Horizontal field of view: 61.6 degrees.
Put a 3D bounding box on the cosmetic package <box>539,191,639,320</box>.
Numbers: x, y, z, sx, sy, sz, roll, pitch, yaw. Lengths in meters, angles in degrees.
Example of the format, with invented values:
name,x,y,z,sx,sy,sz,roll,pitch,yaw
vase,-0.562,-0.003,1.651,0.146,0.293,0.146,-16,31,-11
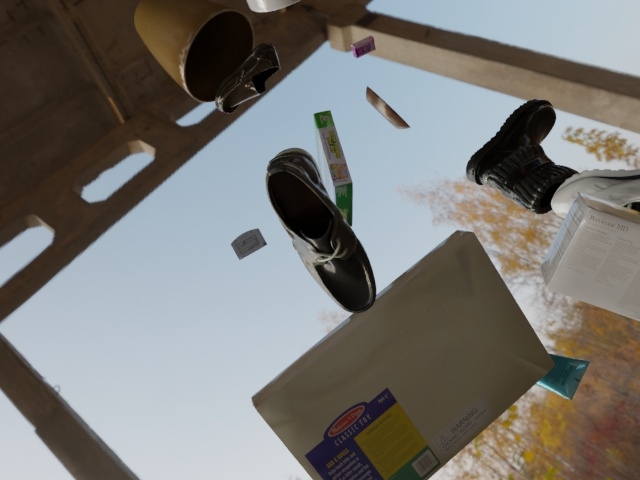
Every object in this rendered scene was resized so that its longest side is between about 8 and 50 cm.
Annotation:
name,x,y,z,sx,sy,sz,roll,pitch,yaw
cosmetic package,0.365,0.037,0.552,0.060,0.239,0.099,-59,-13,-62

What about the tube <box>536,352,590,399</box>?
name,x,y,z,sx,sy,sz,roll,pitch,yaw
tube,0.370,0.224,0.978,0.052,0.207,0.080,49,-115,-33

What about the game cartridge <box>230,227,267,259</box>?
name,x,y,z,sx,sy,sz,roll,pitch,yaw
game cartridge,-0.181,0.006,1.348,0.083,0.056,0.017,-29,2,9

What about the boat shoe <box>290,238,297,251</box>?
name,x,y,z,sx,sy,sz,roll,pitch,yaw
boat shoe,-0.017,-0.011,1.046,0.084,0.258,0.095,-26,-35,16

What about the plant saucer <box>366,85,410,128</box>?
name,x,y,z,sx,sy,sz,roll,pitch,yaw
plant saucer,0.215,-0.428,1.772,0.036,0.199,0.198,-47,-27,12

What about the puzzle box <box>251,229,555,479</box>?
name,x,y,z,sx,sy,sz,roll,pitch,yaw
puzzle box,0.134,0.210,0.810,0.409,0.052,0.272,-37,-76,-9

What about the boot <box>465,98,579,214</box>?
name,x,y,z,sx,sy,sz,roll,pitch,yaw
boot,0.601,-0.231,1.467,0.348,0.260,0.131,-45,-48,-9

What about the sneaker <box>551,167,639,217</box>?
name,x,y,z,sx,sy,sz,roll,pitch,yaw
sneaker,0.483,-0.061,0.904,0.090,0.235,0.095,43,-111,-18

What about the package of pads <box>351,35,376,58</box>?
name,x,y,z,sx,sy,sz,roll,pitch,yaw
package of pads,0.154,-0.686,1.903,0.083,0.032,0.050,-26,-43,-4

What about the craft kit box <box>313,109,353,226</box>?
name,x,y,z,sx,sy,sz,roll,pitch,yaw
craft kit box,0.037,-0.194,1.527,0.060,0.247,0.250,-16,-25,-5

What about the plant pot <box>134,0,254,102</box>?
name,x,y,z,sx,sy,sz,roll,pitch,yaw
plant pot,-0.341,-0.513,1.352,0.237,0.254,0.237,-47,-20,-23

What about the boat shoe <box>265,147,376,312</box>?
name,x,y,z,sx,sy,sz,roll,pitch,yaw
boat shoe,0.000,0.000,0.670,0.233,0.084,0.079,62,-169,-16

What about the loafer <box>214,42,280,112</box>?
name,x,y,z,sx,sy,sz,roll,pitch,yaw
loafer,-0.183,-0.392,1.347,0.220,0.078,0.080,-42,-16,29

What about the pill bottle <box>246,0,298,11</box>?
name,x,y,z,sx,sy,sz,roll,pitch,yaw
pill bottle,-0.101,-0.512,0.836,0.153,0.153,0.265,-46,-43,-25
